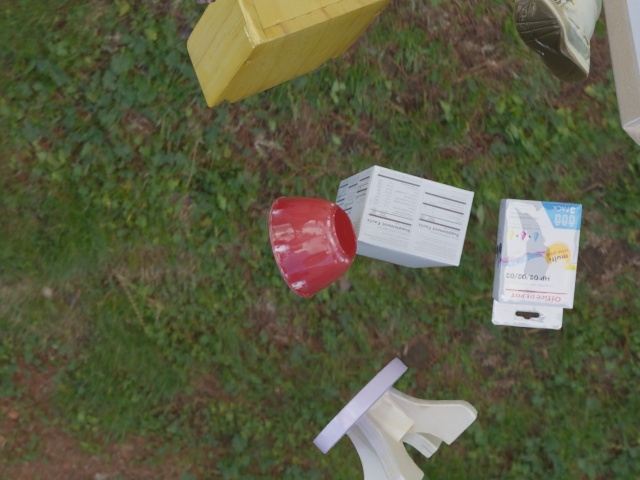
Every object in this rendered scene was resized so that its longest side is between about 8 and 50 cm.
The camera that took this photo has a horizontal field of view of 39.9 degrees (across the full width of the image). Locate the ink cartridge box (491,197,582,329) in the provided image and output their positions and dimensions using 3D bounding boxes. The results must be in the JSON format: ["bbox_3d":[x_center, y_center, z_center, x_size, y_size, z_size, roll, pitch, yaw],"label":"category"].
[{"bbox_3d":[0.298,0.035,1.226,0.104,0.061,0.181,4,94,3],"label":"ink cartridge box"}]

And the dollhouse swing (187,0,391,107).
[{"bbox_3d":[-0.097,-0.479,1.593,0.305,0.346,0.315,58,146,3],"label":"dollhouse swing"}]

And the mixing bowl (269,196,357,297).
[{"bbox_3d":[0.000,0.000,1.498,0.098,0.181,0.181,-15,115,24],"label":"mixing bowl"}]

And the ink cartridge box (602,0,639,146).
[{"bbox_3d":[0.394,-0.206,0.824,0.234,0.193,0.088,-24,139,37],"label":"ink cartridge box"}]

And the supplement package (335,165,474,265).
[{"bbox_3d":[0.149,-0.038,1.731,0.204,0.262,0.145,14,85,-11],"label":"supplement package"}]

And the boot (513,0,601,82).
[{"bbox_3d":[0.393,-0.382,1.443,0.077,0.165,0.213,1,153,43],"label":"boot"}]

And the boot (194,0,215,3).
[{"bbox_3d":[-0.146,-0.329,0.993,0.037,0.106,0.114,-17,115,-21],"label":"boot"}]

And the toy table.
[{"bbox_3d":[0.113,0.314,1.439,0.161,0.274,0.252,44,119,9],"label":"toy table"}]
